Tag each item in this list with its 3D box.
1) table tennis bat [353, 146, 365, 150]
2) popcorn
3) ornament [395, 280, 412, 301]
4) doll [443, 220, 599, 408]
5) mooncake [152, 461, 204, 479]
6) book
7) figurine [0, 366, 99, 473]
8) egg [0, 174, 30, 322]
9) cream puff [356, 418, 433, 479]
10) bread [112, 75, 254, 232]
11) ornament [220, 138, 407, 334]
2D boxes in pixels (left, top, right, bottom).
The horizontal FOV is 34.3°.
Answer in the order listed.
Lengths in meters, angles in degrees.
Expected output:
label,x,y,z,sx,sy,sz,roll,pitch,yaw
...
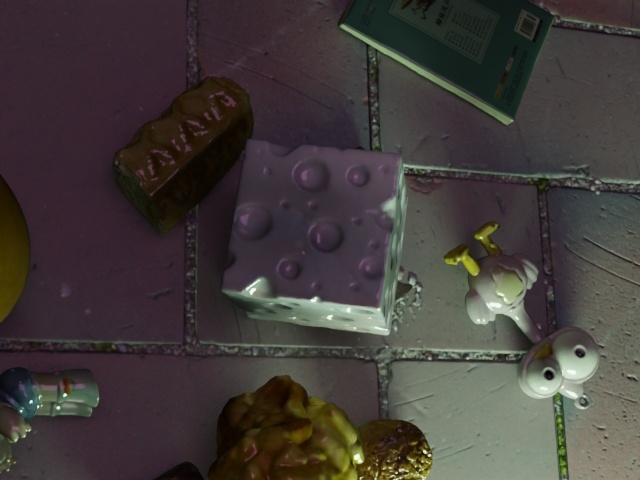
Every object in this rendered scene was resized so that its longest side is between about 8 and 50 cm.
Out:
label,x,y,z,sx,sy,sz,roll,pitch,yaw
table tennis bat,-0.007,-0.079,1.793,0.246,0.022,0.138,-42,92,-21
popcorn,-0.047,0.370,1.538,0.225,0.265,0.332,-1,96,4
ornament,0.083,0.037,1.761,0.075,0.081,0.156,-39,95,-19
doll,0.361,0.144,1.819,0.160,0.094,0.365,-37,89,-20
mooncake,-0.216,0.410,1.568,0.130,0.073,0.125,-36,88,-25
book,0.244,-0.415,1.956,0.379,0.031,0.264,29,69,-10
figurine,-0.519,0.247,1.475,0.382,0.224,0.205,-1,63,-45
egg,-0.568,-0.014,1.444,0.282,0.282,0.351,-41,84,-23
cream puff,0.117,0.351,1.677,0.144,0.103,0.126,10,72,-22
bread,-0.212,-0.153,1.685,0.267,0.130,0.152,-47,130,-23
ornament,0.000,0.000,1.608,0.240,0.240,0.239,6,76,8
